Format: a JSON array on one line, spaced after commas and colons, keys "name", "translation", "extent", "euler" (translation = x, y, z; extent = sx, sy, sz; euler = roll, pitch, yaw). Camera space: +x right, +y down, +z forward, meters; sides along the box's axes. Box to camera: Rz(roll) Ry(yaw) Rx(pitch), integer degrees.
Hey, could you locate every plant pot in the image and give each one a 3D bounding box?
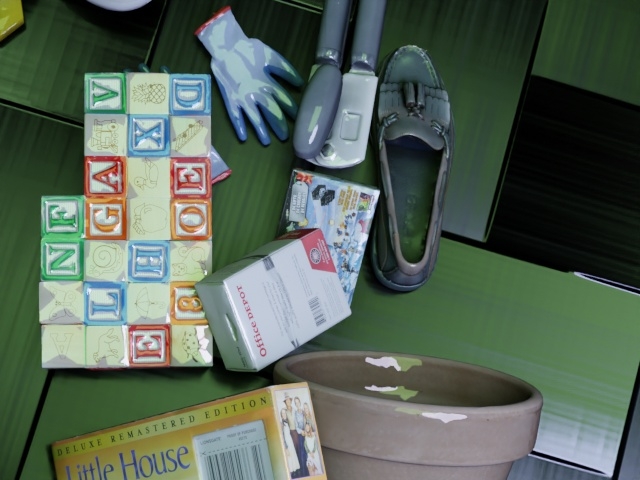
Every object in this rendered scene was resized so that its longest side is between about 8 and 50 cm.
[{"name": "plant pot", "translation": [0.076, 0.242, 1.566], "extent": [0.263, 0.263, 0.229], "euler": [4, 97, -6]}]

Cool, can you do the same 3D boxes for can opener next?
[{"name": "can opener", "translation": [0.030, -0.208, 1.699], "extent": [0.074, 0.093, 0.280], "euler": [9, 71, 6]}]

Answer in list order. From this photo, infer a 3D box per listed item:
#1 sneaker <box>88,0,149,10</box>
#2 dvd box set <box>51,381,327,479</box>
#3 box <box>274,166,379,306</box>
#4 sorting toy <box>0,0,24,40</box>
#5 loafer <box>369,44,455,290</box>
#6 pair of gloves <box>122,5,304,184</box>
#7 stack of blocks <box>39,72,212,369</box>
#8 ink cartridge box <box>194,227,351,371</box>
[{"name": "sneaker", "translation": [-0.279, -0.404, 1.636], "extent": [0.135, 0.150, 0.366], "euler": [-34, 92, -10]}, {"name": "dvd box set", "translation": [-0.101, 0.366, 1.500], "extent": [0.062, 0.308, 0.420], "euler": [0, 75, -52]}, {"name": "box", "translation": [0.000, 0.000, 1.668], "extent": [0.094, 0.027, 0.137], "euler": [14, 101, -5]}, {"name": "sorting toy", "translation": [-0.359, -0.359, 1.710], "extent": [0.229, 0.041, 0.307], "euler": [-5, 80, -7]}, {"name": "loafer", "translation": [0.101, -0.083, 1.691], "extent": [0.096, 0.084, 0.267], "euler": [2, 79, -6]}, {"name": "pair of gloves", "translation": [-0.121, -0.146, 1.708], "extent": [0.198, 0.023, 0.159], "euler": [-36, 87, -7]}, {"name": "stack of blocks", "translation": [-0.197, -0.017, 1.630], "extent": [0.171, 0.087, 0.297], "euler": [0, 84, -6]}, {"name": "ink cartridge box", "translation": [-0.047, 0.058, 1.600], "extent": [0.135, 0.056, 0.099], "euler": [-28, 105, -36]}]
